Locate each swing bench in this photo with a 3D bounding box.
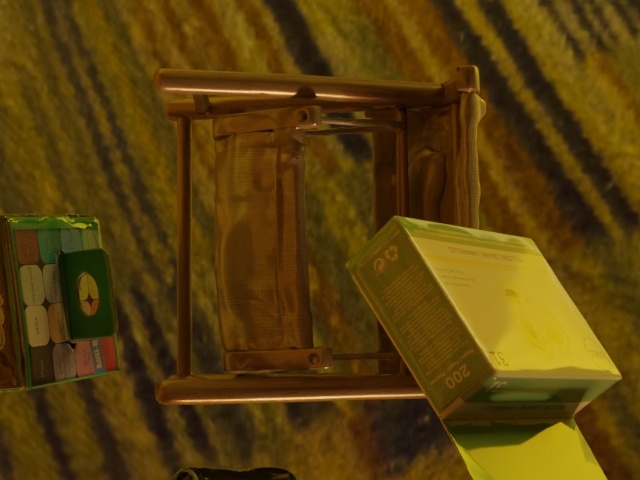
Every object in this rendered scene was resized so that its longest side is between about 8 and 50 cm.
[{"bbox_3d":[0.000,0.000,1.101,0.255,0.165,0.253,0,87,-3],"label":"swing bench"}]

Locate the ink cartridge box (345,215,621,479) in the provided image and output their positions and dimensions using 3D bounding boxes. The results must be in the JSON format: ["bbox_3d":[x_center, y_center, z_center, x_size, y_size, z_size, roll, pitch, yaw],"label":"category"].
[{"bbox_3d":[0.131,0.097,0.858,0.056,0.171,0.235,-45,60,25],"label":"ink cartridge box"}]

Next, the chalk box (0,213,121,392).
[{"bbox_3d":[-0.244,0.051,1.076,0.213,0.132,0.132,-8,87,22],"label":"chalk box"}]

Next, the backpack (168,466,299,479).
[{"bbox_3d":[-0.066,0.241,0.925,0.144,0.188,0.166,7,67,-30],"label":"backpack"}]
